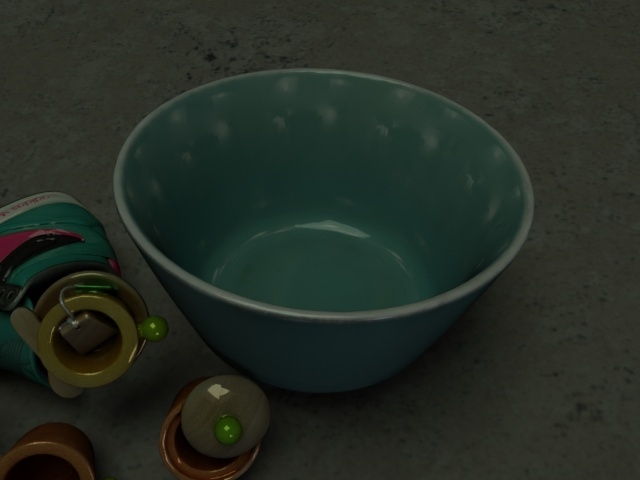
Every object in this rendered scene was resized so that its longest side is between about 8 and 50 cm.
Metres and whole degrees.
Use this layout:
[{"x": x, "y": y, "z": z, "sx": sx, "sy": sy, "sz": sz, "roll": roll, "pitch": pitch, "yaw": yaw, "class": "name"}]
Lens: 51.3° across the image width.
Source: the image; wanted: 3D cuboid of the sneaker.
[{"x": -0.294, "y": 0.081, "z": 0.571, "sx": 0.296, "sy": 0.123, "sz": 0.178, "roll": -37, "pitch": 46, "yaw": -24, "class": "sneaker"}]

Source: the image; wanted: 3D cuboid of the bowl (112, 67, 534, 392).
[{"x": 0.000, "y": 0.000, "z": 0.553, "sx": 0.312, "sy": 0.163, "sz": 0.311, "roll": 2, "pitch": 42, "yaw": -2, "class": "bowl"}]

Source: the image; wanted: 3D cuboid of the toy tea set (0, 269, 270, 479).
[{"x": -0.205, "y": 0.132, "z": 0.457, "sx": 0.336, "sy": 0.199, "sz": 0.124, "roll": -14, "pitch": 12, "yaw": -9, "class": "toy tea set"}]
